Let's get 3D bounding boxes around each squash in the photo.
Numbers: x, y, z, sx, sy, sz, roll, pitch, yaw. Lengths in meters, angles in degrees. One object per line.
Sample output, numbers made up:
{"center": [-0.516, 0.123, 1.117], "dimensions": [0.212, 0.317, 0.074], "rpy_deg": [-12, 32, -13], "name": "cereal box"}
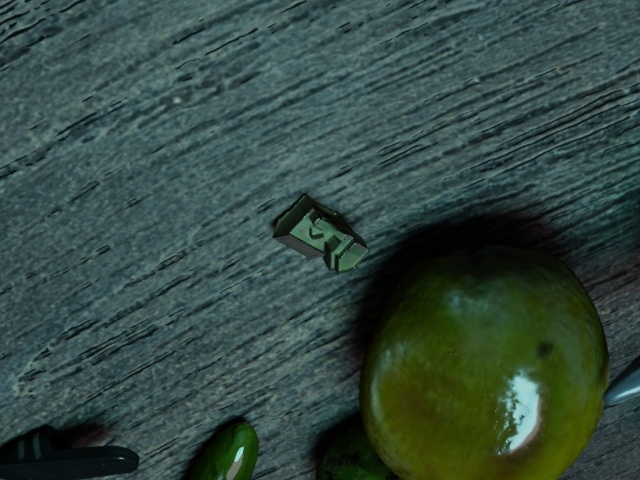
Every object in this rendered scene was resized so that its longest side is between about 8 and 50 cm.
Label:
{"center": [-0.139, 0.315, 1.918], "dimensions": [0.069, 0.069, 0.258], "rpy_deg": [10, 126, -30], "name": "squash"}

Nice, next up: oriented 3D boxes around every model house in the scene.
{"center": [0.000, 0.000, 1.681], "dimensions": [0.058, 0.057, 0.083], "rpy_deg": [-46, 134, 16], "name": "model house"}

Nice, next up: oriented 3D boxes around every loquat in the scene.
{"center": [0.177, 0.139, 1.755], "dimensions": [0.276, 0.276, 0.284], "rpy_deg": [-4, 109, -18], "name": "loquat"}

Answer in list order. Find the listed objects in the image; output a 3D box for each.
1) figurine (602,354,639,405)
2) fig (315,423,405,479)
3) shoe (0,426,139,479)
{"center": [0.452, 0.056, 1.642], "dimensions": [0.377, 0.266, 0.361], "rpy_deg": [-33, 121, -11], "name": "figurine"}
{"center": [0.132, 0.269, 1.935], "dimensions": [0.235, 0.203, 0.203], "rpy_deg": [-42, 142, -24], "name": "fig"}
{"center": [-0.284, 0.235, 1.795], "dimensions": [0.179, 0.049, 0.071], "rpy_deg": [-8, 150, 17], "name": "shoe"}
